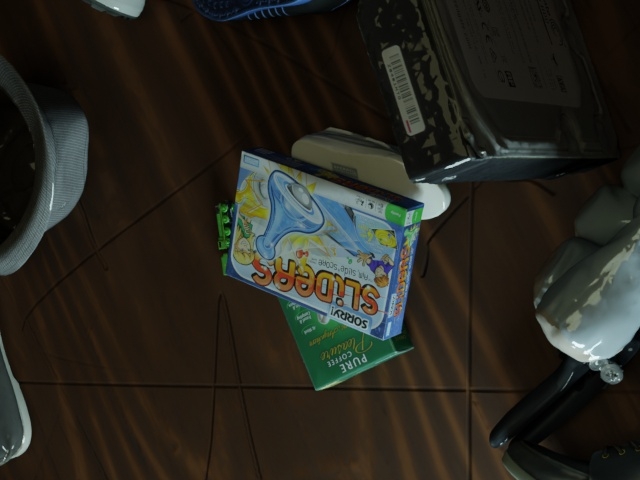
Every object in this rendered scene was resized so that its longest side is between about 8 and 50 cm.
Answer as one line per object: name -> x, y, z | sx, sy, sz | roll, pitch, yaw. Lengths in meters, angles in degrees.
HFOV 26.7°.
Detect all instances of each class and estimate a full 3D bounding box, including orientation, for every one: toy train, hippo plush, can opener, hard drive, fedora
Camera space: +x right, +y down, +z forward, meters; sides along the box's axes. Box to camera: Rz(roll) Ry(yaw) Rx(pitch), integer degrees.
toy train -> -0.101, -0.002, 1.462 | 0.023, 0.017, 0.083 | -8, 89, 43
hippo plush -> 0.345, 0.031, 1.111 | 0.236, 0.234, 0.294 | 40, 121, -5
can opener -> 0.228, 0.138, 1.253 | 0.059, 0.073, 0.186 | 27, 116, -14
hard drive -> 0.138, -0.167, 1.112 | 0.064, 0.339, 0.237 | -21, 82, 29
fedora -> -0.350, -0.092, 1.546 | 0.244, 0.124, 0.275 | 47, 124, 23

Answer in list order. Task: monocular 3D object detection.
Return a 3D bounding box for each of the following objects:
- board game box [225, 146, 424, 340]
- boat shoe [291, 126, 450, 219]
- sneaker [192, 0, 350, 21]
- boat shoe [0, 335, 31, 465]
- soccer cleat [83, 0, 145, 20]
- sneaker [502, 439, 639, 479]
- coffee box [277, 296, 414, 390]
board game box -> 0.000, 0.000, 1.328 | 0.201, 0.035, 0.136 | 20, 112, 32
boat shoe -> 0.058, -0.072, 1.331 | 0.184, 0.063, 0.066 | 14, 128, 38
sneaker -> -0.045, -0.262, 1.378 | 0.232, 0.090, 0.081 | 14, 103, 52
boat shoe -> -0.453, 0.118, 1.642 | 0.112, 0.095, 0.335 | -30, 78, 30
soccer cleat -> -0.301, -0.370, 1.514 | 0.318, 0.108, 0.116 | 37, 104, 21
sneaker -> 0.280, 0.197, 1.212 | 0.222, 0.083, 0.118 | 20, 95, 25
coffee box -> 0.011, 0.050, 1.381 | 0.113, 0.040, 0.184 | -30, 77, 31
